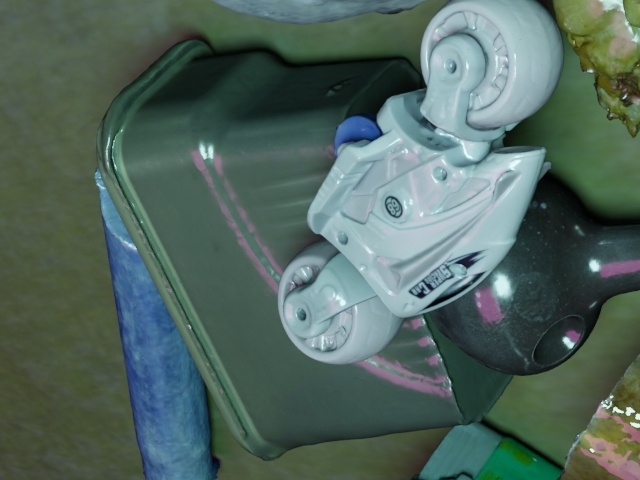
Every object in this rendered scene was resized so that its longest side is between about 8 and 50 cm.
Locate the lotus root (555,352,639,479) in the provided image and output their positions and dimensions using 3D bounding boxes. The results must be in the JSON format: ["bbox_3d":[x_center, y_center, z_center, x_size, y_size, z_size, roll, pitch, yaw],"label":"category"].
[{"bbox_3d":[0.198,0.105,1.138,0.081,0.122,0.112,30,130,17],"label":"lotus root"}]

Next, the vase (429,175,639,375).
[{"bbox_3d":[0.152,0.012,1.117,0.183,0.120,0.120,-9,118,28],"label":"vase"}]

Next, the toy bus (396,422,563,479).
[{"bbox_3d":[0.095,0.300,1.364,0.199,0.183,0.343,31,141,10],"label":"toy bus"}]

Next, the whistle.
[{"bbox_3d":[-0.117,0.065,1.441,0.062,0.062,0.304,21,136,28],"label":"whistle"}]

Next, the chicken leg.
[{"bbox_3d":[0.166,-0.150,0.955,0.088,0.103,0.227,40,143,40],"label":"chicken leg"}]

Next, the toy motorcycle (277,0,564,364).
[{"bbox_3d":[0.058,-0.021,1.051,0.112,0.112,0.254,37,126,11],"label":"toy motorcycle"}]

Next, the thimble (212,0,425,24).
[{"bbox_3d":[0.005,-0.221,0.944,0.245,0.217,0.157,39,148,-26],"label":"thimble"}]

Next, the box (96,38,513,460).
[{"bbox_3d":[0.000,0.000,1.230,0.178,0.138,0.274,-7,119,35],"label":"box"}]
